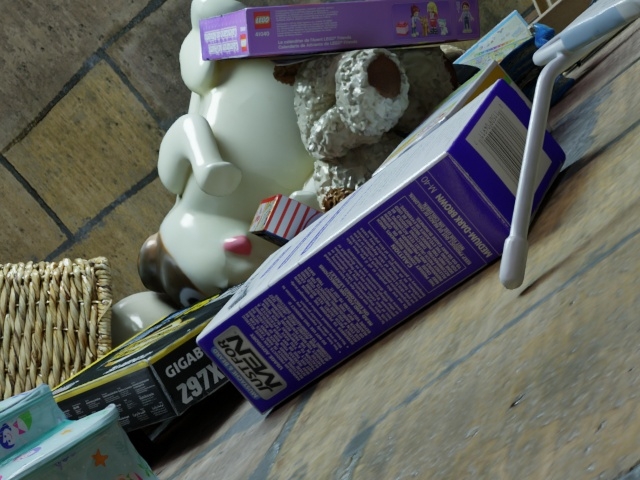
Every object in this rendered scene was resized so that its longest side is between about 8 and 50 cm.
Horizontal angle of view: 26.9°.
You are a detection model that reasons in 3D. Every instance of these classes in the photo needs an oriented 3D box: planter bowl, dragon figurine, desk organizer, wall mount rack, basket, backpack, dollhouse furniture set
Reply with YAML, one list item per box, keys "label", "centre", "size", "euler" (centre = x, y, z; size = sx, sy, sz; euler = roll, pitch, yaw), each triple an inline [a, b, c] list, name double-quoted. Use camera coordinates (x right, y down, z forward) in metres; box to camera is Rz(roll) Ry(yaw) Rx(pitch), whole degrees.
- label: "planter bowl"
  centre: [-0.228, 0.165, 1.863]
  size: [0.162, 0.162, 0.109]
  euler: [-41, 31, -8]
- label: "dragon figurine"
  centre: [0.267, -0.210, 1.679]
  size: [0.289, 0.085, 0.144]
  euler: [-43, 5, 29]
- label: "desk organizer"
  centre: [-0.233, 0.254, 1.595]
  size: [0.047, 0.050, 0.130]
  euler: [-40, 5, 0]
- label: "wall mount rack"
  centre: [0.240, -0.114, 0.899]
  size: [0.304, 0.130, 0.350]
  euler: [-38, 4, -18]
- label: "basket"
  centre: [-0.367, 0.182, 1.855]
  size: [0.223, 0.299, 0.213]
  euler: [-4, -9, 7]
- label: "backpack"
  centre: [-0.282, 0.249, 1.254]
  size: [0.253, 0.191, 0.225]
  euler: [-26, 1, 34]
- label: "dollhouse furniture set"
  centre: [0.312, -0.305, 1.869]
  size: [0.123, 0.144, 0.151]
  euler: [-42, 41, -8]

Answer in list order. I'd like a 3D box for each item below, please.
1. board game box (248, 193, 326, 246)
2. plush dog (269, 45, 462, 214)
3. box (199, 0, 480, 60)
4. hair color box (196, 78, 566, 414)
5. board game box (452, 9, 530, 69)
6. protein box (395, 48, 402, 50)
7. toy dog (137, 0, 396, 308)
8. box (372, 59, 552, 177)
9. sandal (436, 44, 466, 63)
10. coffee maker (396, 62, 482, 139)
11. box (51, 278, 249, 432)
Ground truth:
- label: "board game box"
  centre: [0.000, 0.000, 1.501]
  size: [0.193, 0.146, 0.045]
  euler: [178, 117, -81]
- label: "plush dog"
  centre: [0.043, -0.112, 1.602]
  size: [0.210, 0.225, 0.262]
  euler: [-2, 7, 26]
- label: "box"
  centre: [0.019, -0.257, 1.624]
  size: [0.293, 0.057, 0.201]
  euler: [-7, 7, -19]
- label: "hair color box"
  centre: [0.055, 0.010, 1.250]
  size: [0.339, 0.110, 0.185]
  euler: [-35, 8, 34]
- label: "board game box"
  centre: [0.267, -0.258, 2.016]
  size: [0.154, 0.103, 0.026]
  euler: [-40, 5, 7]
- label: "protein box"
  centre: [0.077, -0.162, 2.038]
  size: [0.201, 0.200, 0.136]
  euler: [-36, 5, 44]
- label: "toy dog"
  centre: [-0.119, -0.093, 1.854]
  size: [0.395, 0.284, 0.408]
  euler: [1, 77, 64]
- label: "box"
  centre: [0.155, -0.095, 1.428]
  size: [0.114, 0.103, 0.203]
  euler: [-38, 6, 33]
- label: "sandal"
  centre: [0.202, -0.270, 2.123]
  size: [0.088, 0.079, 0.240]
  euler: [-45, -27, 16]
- label: "coffee maker"
  centre: [0.156, -0.172, 1.807]
  size: [0.178, 0.120, 0.171]
  euler: [-45, -24, -44]
- label: "box"
  centre: [-0.177, 0.143, 1.608]
  size: [0.257, 0.079, 0.322]
  euler: [-31, 5, -39]
